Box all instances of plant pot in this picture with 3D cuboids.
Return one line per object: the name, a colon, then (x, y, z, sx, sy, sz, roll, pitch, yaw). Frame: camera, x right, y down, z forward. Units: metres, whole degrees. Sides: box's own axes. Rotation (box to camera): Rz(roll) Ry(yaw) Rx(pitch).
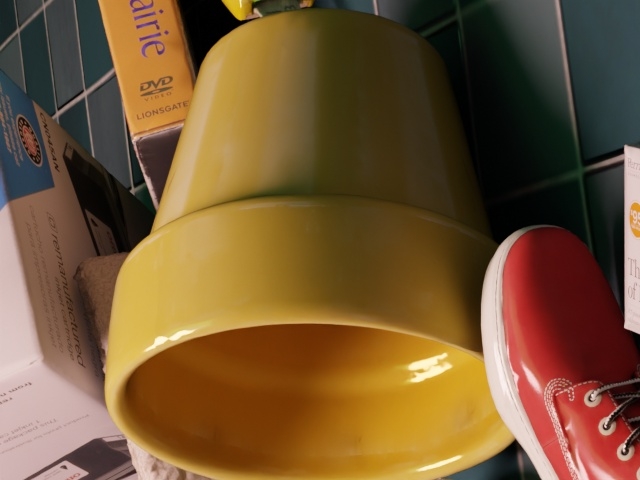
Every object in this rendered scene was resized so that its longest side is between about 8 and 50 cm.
plant pot: (0.000, 0.000, 1.226, 0.254, 0.254, 0.239, 122, 153, -56)

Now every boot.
boot: (0.171, 0.095, 1.013, 0.176, 0.088, 0.244, -33, 72, 65)

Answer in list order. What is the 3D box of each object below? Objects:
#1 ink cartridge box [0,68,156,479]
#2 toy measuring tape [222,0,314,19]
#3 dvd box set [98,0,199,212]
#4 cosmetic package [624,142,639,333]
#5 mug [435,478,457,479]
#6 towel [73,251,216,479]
ink cartridge box: (-0.233, 0.067, 1.635, 0.395, 0.166, 0.285, 48, -158, -60)
toy measuring tape: (-0.031, -0.214, 1.417, 0.330, 0.121, 0.121, 53, 143, 37)
dvd box set: (-0.146, -0.204, 1.611, 0.307, 0.062, 0.420, 80, 175, -67)
cosmetic package: (0.221, 0.016, 0.899, 0.239, 0.060, 0.099, -157, 64, -65)
mug: (0.009, 0.311, 1.195, 0.374, 0.276, 0.328, -58, -15, -29)
towel: (-0.059, 0.108, 1.443, 0.049, 0.187, 0.282, 105, 150, -49)
